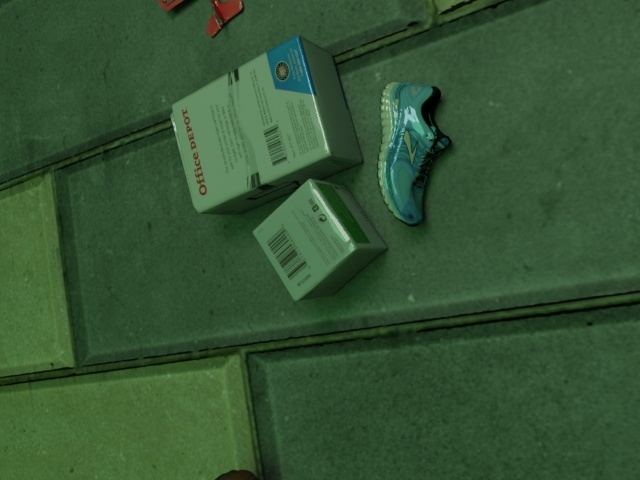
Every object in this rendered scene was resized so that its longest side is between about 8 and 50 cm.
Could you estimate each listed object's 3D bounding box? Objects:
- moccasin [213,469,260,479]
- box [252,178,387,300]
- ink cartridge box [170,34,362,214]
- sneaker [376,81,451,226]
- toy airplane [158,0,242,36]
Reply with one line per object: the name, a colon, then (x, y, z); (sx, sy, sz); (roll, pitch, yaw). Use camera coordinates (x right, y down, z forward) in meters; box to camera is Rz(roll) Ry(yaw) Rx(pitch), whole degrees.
moccasin: (-0.097, 0.464, 0.748); (0.146, 0.139, 0.380); (5, 93, 29)
box: (0.000, 0.000, 0.725); (0.102, 0.087, 0.101); (-41, 71, 22)
ink cartridge box: (-0.070, -0.132, 0.767); (0.203, 0.086, 0.148); (-19, 81, 29)
sneaker: (0.105, -0.096, 0.682); (0.073, 0.063, 0.162); (-1, 89, 26)
toy airplane: (-0.154, -0.347, 0.850); (0.151, 0.028, 0.151); (0, 91, 31)
